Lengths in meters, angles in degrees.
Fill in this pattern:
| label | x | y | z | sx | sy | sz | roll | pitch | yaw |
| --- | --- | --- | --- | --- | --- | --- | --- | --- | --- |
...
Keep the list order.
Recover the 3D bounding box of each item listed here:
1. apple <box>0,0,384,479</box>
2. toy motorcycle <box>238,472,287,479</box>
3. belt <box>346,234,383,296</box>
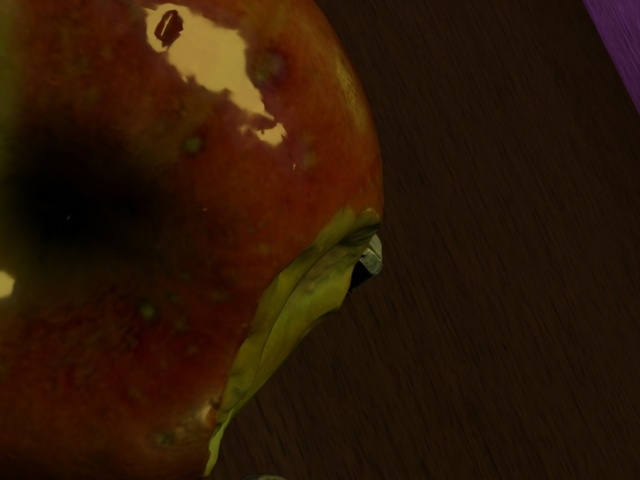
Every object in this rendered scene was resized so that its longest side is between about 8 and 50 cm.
| label | x | y | z | sx | sy | sz | roll | pitch | yaw |
| --- | --- | --- | --- | --- | --- | --- | --- | --- | --- |
| apple | -0.135 | -0.037 | 0.565 | 0.339 | 0.339 | 0.339 | 35 | 39 | -35 |
| toy motorcycle | -0.047 | 0.307 | 0.622 | 0.223 | 0.108 | 0.341 | 53 | 34 | -11 |
| belt | 0.000 | 0.000 | 0.989 | 0.140 | 0.058 | 0.105 | 29 | 37 | -35 |
